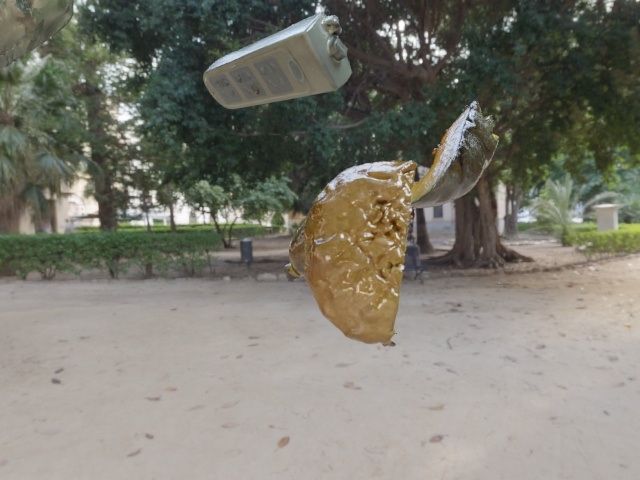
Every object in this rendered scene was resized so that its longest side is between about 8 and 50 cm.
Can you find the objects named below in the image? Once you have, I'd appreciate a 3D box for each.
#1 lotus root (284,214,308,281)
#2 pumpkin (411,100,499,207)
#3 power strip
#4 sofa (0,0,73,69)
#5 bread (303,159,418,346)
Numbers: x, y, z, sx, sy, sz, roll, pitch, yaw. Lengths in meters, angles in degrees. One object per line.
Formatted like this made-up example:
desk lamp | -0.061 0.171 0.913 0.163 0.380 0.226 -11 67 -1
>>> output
lotus root | 0.000 0.000 0.974 0.128 0.260 0.145 40 20 3
pumpkin | 0.264 -0.121 0.820 0.130 0.149 0.254 28 -52 -19
power strip | -0.076 -0.234 0.571 0.285 0.080 0.048 11 54 46
sofa | -0.487 -0.357 0.538 0.225 0.210 0.176 20 -37 4
bread | 0.051 0.015 0.541 0.139 0.229 0.143 6 -13 16
